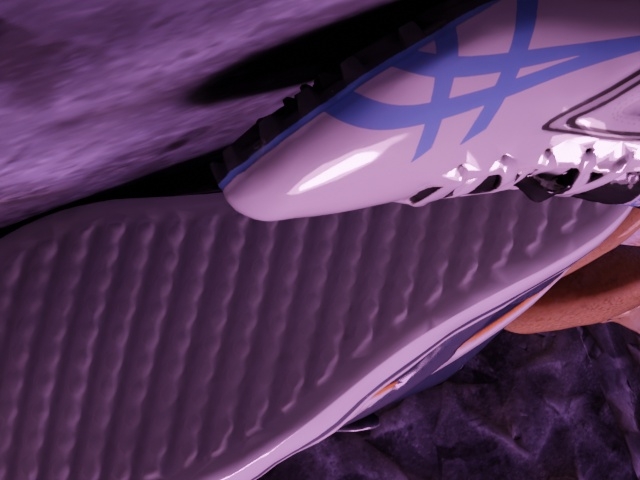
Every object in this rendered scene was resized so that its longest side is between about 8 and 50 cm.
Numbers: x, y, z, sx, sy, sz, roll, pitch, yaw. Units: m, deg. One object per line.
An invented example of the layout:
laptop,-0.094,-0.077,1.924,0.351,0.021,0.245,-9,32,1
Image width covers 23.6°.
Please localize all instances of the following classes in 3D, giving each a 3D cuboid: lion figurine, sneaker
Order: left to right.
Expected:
sneaker,-0.021,0.030,0.627,0.321,0.126,0.127,-22,169,-8
sneaker,0.078,-0.042,0.517,0.237,0.086,0.085,-17,175,-25
lion figurine,0.159,-0.015,0.847,0.240,0.142,0.392,-27,168,28
